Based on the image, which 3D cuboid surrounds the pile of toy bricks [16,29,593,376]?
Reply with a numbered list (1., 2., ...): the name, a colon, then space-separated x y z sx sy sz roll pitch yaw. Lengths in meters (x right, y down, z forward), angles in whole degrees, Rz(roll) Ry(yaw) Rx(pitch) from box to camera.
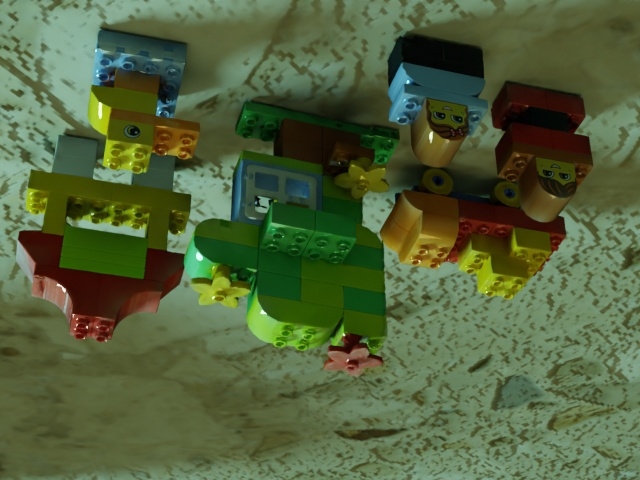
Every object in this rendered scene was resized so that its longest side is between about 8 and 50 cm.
1. pile of toy bricks: 0.000 0.000 0.412 0.212 0.105 0.118 8 145 -12
